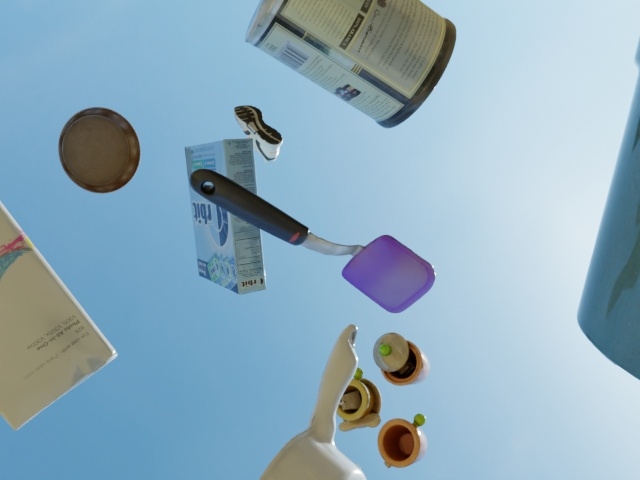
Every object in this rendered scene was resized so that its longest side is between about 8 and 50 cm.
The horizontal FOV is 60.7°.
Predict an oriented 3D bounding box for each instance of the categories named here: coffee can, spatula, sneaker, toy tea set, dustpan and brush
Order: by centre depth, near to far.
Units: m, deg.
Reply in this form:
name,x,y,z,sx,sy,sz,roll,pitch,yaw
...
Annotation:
name,x,y,z,sx,sy,sz,roll,pitch,yaw
dustpan and brush,-0.003,0.159,0.364,0.060,0.147,0.211,18,-108,33
spatula,0.000,0.000,0.560,0.296,0.084,0.030,26,-145,-31
sneaker,-0.092,-0.151,0.768,0.040,0.044,0.109,-17,-127,-27
toy tea set,0.073,0.312,0.866,0.200,0.124,0.336,-5,-112,33
coffee can,0.047,-0.336,0.875,0.275,0.201,0.201,27,-129,-22

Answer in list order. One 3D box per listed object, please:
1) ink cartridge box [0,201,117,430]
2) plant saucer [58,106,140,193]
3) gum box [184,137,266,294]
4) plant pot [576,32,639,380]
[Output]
name,x,y,z,sx,sy,sz,roll,pitch,yaw
ink cartridge box,-0.275,0.035,0.440,0.093,0.154,0.212,-41,-76,-29
plant saucer,-0.439,-0.178,1.081,0.029,0.168,0.168,11,-136,40
gum box,-0.127,-0.035,0.712,0.041,0.157,0.184,-8,-81,-30
plant pot,0.398,-0.035,0.454,0.341,0.334,0.341,9,-162,-3
